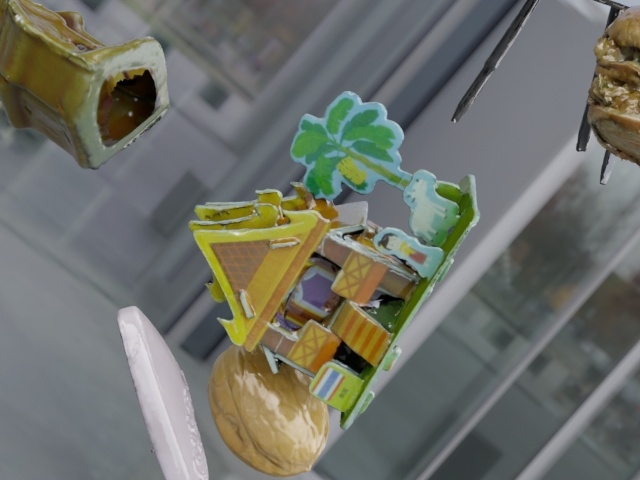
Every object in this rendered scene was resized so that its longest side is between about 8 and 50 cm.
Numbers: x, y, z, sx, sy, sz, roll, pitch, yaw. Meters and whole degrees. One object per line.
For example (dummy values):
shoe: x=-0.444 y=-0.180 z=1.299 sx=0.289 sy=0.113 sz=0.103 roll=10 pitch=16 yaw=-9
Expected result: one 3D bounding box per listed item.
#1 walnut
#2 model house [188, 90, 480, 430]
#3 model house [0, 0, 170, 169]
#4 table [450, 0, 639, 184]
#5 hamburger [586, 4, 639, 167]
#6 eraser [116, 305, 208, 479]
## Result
walnut: x=-0.071 y=0.230 z=2.316 sx=0.206 sy=0.159 sz=0.159 roll=59 pitch=9 yaw=15
model house: x=0.000 y=0.000 z=2.140 sx=0.313 sy=0.357 sz=0.242 roll=29 pitch=18 yaw=-8
model house: x=-0.328 y=-0.225 z=2.075 sx=0.239 sy=0.173 sz=0.268 roll=32 pitch=-22 yaw=14
table: x=0.380 y=-0.242 z=2.456 sx=0.317 sy=0.249 sz=0.317 roll=17 pitch=14 yaw=-4
hamburger: x=0.455 y=-0.195 z=2.171 sx=0.245 sy=0.211 sz=0.260 roll=18 pitch=2 yaw=-24
eraser: x=-0.182 y=0.186 z=1.980 sx=0.204 sy=0.059 sz=0.243 roll=-116 pitch=-170 yaw=-68
